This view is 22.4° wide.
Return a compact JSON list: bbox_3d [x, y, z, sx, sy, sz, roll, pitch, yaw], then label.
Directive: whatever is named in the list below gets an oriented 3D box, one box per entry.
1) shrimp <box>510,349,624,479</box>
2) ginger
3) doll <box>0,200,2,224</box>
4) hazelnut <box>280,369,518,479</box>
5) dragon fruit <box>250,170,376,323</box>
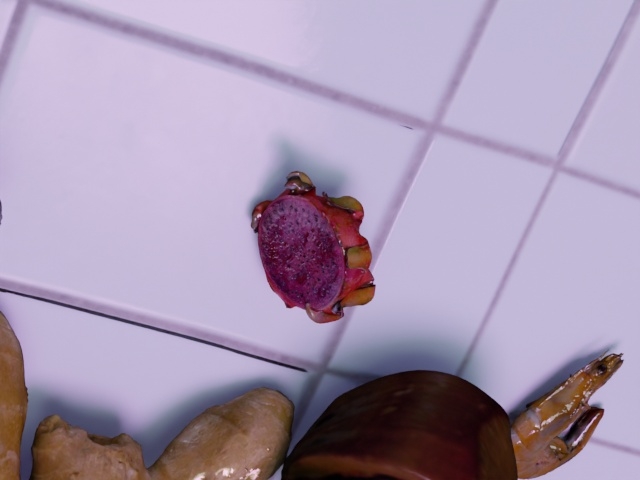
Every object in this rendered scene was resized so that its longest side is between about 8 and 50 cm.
[{"bbox_3d":[0.242,0.174,1.556,0.162,0.045,0.095,-44,118,7],"label":"shrimp"},{"bbox_3d":[-0.227,0.251,1.396,0.363,0.122,0.348,21,85,-32],"label":"ginger"},{"bbox_3d":[-0.379,-0.125,1.216,0.246,0.158,0.340,-16,140,29],"label":"doll"},{"bbox_3d":[0.067,0.231,1.438,0.217,0.217,0.251,41,57,-27],"label":"hazelnut"},{"bbox_3d":[0.000,0.005,1.392,0.112,0.068,0.126,-33,86,45],"label":"dragon fruit"}]
